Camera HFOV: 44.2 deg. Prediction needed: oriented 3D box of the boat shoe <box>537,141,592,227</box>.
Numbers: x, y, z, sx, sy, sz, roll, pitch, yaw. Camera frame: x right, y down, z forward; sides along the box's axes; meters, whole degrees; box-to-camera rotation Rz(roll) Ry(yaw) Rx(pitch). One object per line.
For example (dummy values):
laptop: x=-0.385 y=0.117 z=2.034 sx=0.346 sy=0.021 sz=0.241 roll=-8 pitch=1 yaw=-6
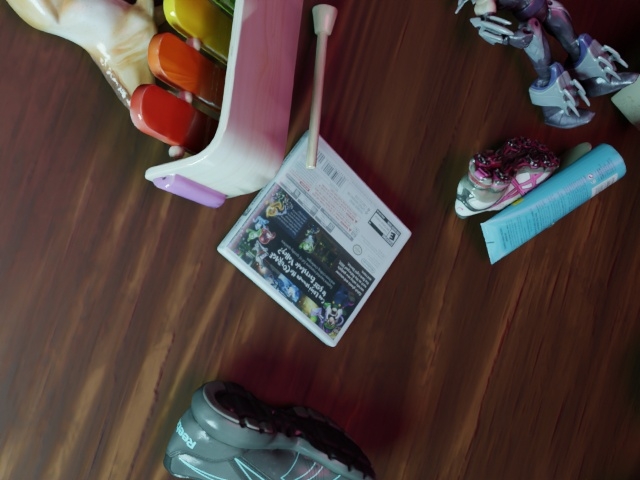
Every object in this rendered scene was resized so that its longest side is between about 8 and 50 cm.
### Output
boat shoe: x=0.333 y=-0.077 z=1.083 sx=0.042 sy=0.049 sz=0.133 roll=41 pitch=82 yaw=-25

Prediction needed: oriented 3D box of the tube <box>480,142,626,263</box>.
tube: x=0.300 y=-0.050 z=1.025 sx=0.207 sy=0.052 sz=0.080 roll=-33 pitch=129 yaw=-7

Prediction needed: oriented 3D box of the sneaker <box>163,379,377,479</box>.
sneaker: x=-0.051 y=0.239 z=0.874 sx=0.267 sy=0.101 sz=0.106 roll=30 pitch=102 yaw=-32

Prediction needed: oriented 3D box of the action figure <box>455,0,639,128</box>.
action figure: x=0.278 y=-0.283 z=0.997 sx=0.185 sy=0.099 sz=0.285 roll=-48 pitch=114 yaw=-12

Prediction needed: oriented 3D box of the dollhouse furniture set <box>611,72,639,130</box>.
dollhouse furniture set: x=0.657 y=-0.153 z=1.107 sx=0.256 sy=0.362 sz=0.394 roll=-39 pitch=84 yaw=-20

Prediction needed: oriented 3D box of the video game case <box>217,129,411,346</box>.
video game case: x=0.000 y=0.000 z=0.902 sx=0.190 sy=0.022 sz=0.173 roll=44 pitch=73 yaw=-29

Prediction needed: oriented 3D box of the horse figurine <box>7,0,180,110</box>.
horse figurine: x=-0.206 y=-0.231 z=0.715 sx=0.263 sy=0.066 sz=0.174 roll=28 pitch=86 yaw=-39

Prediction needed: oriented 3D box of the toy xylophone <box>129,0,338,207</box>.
toy xylophone: x=-0.071 y=-0.183 z=0.770 sx=0.236 sy=0.081 sz=0.322 roll=37 pitch=60 yaw=-62

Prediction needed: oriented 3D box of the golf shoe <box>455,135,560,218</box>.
golf shoe: x=0.239 y=-0.082 z=1.024 sx=0.186 sy=0.067 sz=0.086 roll=-19 pitch=147 yaw=-39
